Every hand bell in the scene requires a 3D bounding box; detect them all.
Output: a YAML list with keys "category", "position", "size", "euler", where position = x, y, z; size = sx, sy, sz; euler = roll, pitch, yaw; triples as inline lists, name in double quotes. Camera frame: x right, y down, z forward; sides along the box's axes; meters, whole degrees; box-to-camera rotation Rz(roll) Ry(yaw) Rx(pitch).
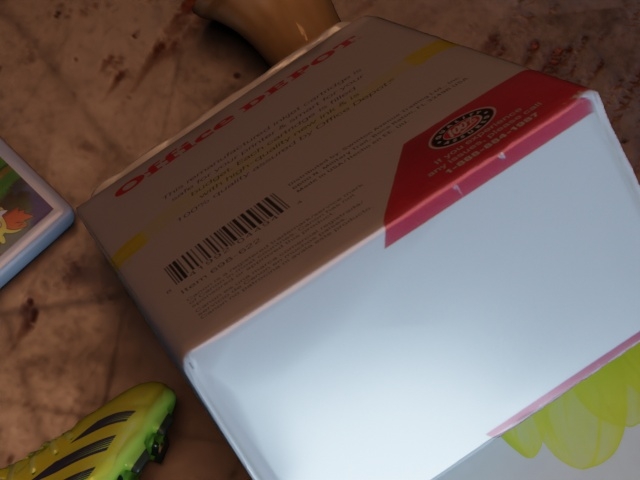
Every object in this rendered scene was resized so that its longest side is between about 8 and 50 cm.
- category: "hand bell"
  position: [0.013, -0.118, 1.288]
  size: [0.126, 0.126, 0.242]
  euler: [-32, 89, -14]

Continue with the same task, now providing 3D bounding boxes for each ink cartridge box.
- category: "ink cartridge box"
  position: [0.018, 0.003, 1.068]
  size: [0.279, 0.385, 0.160]
  euler: [-34, 112, -6]

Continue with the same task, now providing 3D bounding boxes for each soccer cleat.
- category: "soccer cleat"
  position: [-0.222, 0.198, 1.160]
  size: [0.121, 0.093, 0.289]
  euler: [38, 72, 14]

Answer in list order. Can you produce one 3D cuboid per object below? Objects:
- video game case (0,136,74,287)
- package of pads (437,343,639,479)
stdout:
- category: "video game case"
  position: [-0.412, -0.013, 1.238]
  size: [0.300, 0.036, 0.329]
  euler: [44, 73, 9]
- category: "package of pads"
  position: [0.175, 0.157, 1.088]
  size: [0.296, 0.101, 0.229]
  euler: [-26, 63, -20]
